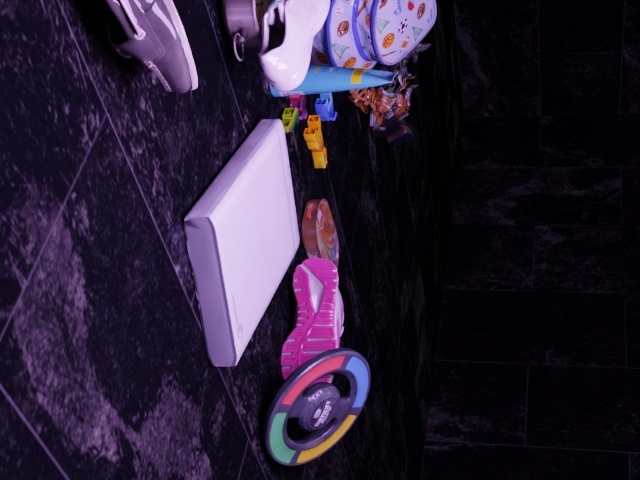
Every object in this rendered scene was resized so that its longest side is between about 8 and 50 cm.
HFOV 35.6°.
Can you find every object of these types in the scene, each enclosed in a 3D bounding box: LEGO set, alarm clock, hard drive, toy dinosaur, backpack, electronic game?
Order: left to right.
[{"bbox_3d":[-0.105,-0.329,1.433,0.129,0.064,0.192,74,20,-49],"label":"alarm clock"},{"bbox_3d":[-0.106,-0.009,1.478,0.353,0.047,0.233,-63,150,-59],"label":"hard drive"},{"bbox_3d":[-0.023,-0.180,1.713,0.227,0.087,0.093,-72,157,-46],"label":"LEGO set"},{"bbox_3d":[-0.004,0.280,1.670,0.229,0.048,0.229,-26,134,-30],"label":"electronic game"},{"bbox_3d":[0.068,-0.417,1.761,0.263,0.213,0.277,-45,141,-17],"label":"backpack"},{"bbox_3d":[0.142,-0.355,2.245,0.322,0.164,0.219,-40,144,-80],"label":"toy dinosaur"}]

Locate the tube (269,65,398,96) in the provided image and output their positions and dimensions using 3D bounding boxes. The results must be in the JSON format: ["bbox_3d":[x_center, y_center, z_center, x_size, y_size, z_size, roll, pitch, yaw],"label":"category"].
[{"bbox_3d":[0.021,-0.264,1.637,0.080,0.207,0.052,-65,153,-61],"label":"tube"}]

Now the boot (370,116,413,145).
[{"bbox_3d":[0.159,-0.316,2.495,0.219,0.082,0.106,30,37,-65],"label":"boot"}]

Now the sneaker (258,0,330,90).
[{"bbox_3d":[-0.044,-0.325,1.419,0.094,0.080,0.212,45,48,-54],"label":"sneaker"}]

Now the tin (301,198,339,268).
[{"bbox_3d":[0.000,0.000,1.912,0.190,0.040,0.106,72,19,-50],"label":"tin"}]

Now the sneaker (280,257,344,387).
[{"bbox_3d":[-0.003,0.165,1.773,0.111,0.102,0.252,58,39,-69],"label":"sneaker"}]

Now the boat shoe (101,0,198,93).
[{"bbox_3d":[-0.211,-0.267,1.012,0.112,0.095,0.335,57,-11,34],"label":"boat shoe"}]
